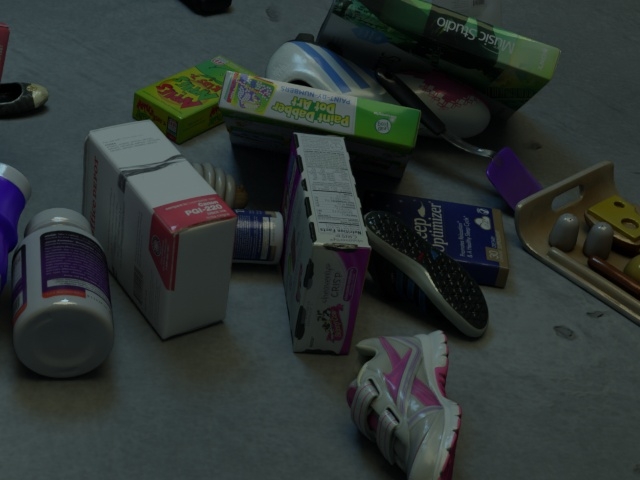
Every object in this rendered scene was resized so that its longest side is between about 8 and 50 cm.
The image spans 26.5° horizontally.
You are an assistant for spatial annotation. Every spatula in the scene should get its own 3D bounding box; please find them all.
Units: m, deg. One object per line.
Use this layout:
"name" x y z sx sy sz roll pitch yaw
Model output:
"spatula" 0.190 -0.142 1.892 0.296 0.030 0.084 38 46 3

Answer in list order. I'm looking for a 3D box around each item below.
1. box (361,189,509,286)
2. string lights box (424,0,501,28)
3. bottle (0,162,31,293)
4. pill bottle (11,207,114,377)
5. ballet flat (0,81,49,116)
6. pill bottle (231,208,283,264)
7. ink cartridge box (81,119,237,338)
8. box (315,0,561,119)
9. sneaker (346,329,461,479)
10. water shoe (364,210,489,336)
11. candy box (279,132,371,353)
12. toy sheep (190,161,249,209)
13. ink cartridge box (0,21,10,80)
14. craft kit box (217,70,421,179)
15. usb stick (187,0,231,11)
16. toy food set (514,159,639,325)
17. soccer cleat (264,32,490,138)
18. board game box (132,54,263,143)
"box" 0.128 -0.006 1.768 0.225 0.036 0.136 7 35 -3
"string lights box" 0.157 -0.365 2.158 0.133 0.077 0.259 -11 17 -28
"bottle" -0.398 0.035 1.460 0.118 0.092 0.283 20 52 3
"pill bottle" -0.288 0.051 1.510 0.108 0.108 0.193 1 37 -14
"ballet flat" -0.458 -0.201 1.865 0.173 0.049 0.057 -3 38 -19
"pill bottle" -0.109 -0.006 1.673 0.120 0.067 0.067 3 36 -11
"ink cartridge box" -0.192 -0.017 1.587 0.092 0.158 0.218 -17 44 -31
"box" 0.160 -0.274 1.970 0.322 0.232 0.058 17 80 -4
"sneaker" 0.084 0.189 1.440 0.111 0.103 0.252 3 29 -4
"water shoe" 0.118 0.048 1.663 0.203 0.080 0.073 44 44 2
"candy box" 0.000 0.000 1.616 0.071 0.159 0.233 3 37 -10
"toy sheep" -0.154 -0.059 1.723 0.132 0.091 0.091 5 35 -18
"ink cartridge box" -0.525 -0.181 1.598 0.117 0.207 0.283 21 12 38
"craft kit box" -0.002 -0.147 1.786 0.250 0.061 0.246 12 -4 0
"usb stick" -0.247 -0.461 2.289 0.077 0.045 0.278 -16 44 -34
"toy food set" 0.437 0.003 1.789 0.220 0.092 0.306 -25 49 -39
"soccer cleat" 0.074 -0.186 1.960 0.331 0.116 0.143 17 58 4
"board game box" -0.173 -0.205 1.953 0.092 0.043 0.181 31 40 25
